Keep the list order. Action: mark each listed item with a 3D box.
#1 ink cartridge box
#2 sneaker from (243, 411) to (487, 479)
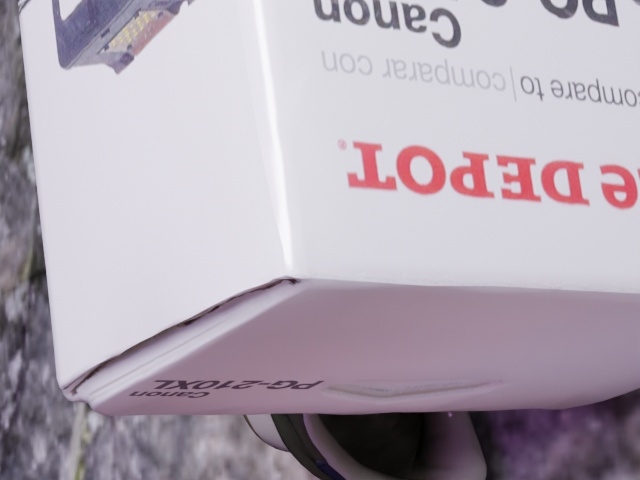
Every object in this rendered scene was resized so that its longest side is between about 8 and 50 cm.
[{"bbox_3d":[0.019,-0.084,0.479,0.100,0.172,0.237,-26,67,50],"label":"ink cartridge box"},{"bbox_3d":[0.000,0.000,0.543,0.086,0.064,0.192,31,149,48],"label":"sneaker"}]
